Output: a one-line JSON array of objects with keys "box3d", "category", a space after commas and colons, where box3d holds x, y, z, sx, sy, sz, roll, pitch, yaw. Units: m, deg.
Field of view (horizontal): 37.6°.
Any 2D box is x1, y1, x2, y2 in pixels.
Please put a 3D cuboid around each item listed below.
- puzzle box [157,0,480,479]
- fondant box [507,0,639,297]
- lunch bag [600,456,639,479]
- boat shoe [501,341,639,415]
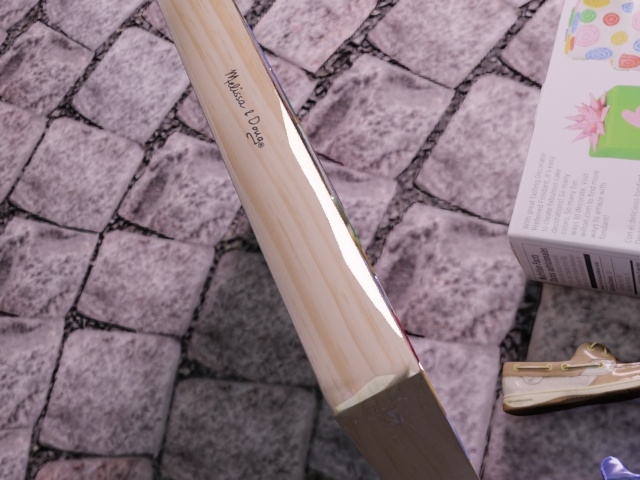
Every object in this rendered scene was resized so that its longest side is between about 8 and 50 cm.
[{"box3d": [0.000, 0.000, 0.675, 0.052, 0.272, 0.409, -27, 53, 2], "category": "puzzle box"}, {"box3d": [0.331, -0.070, 0.703, 0.330, 0.096, 0.238, 9, 71, 24], "category": "fondant box"}, {"box3d": [0.240, 0.271, 0.584, 0.221, 0.138, 0.293, -23, 48, 13], "category": "lunch bag"}, {"box3d": [0.200, 0.099, 0.703, 0.135, 0.050, 0.045, -12, 68, 16], "category": "boat shoe"}]
